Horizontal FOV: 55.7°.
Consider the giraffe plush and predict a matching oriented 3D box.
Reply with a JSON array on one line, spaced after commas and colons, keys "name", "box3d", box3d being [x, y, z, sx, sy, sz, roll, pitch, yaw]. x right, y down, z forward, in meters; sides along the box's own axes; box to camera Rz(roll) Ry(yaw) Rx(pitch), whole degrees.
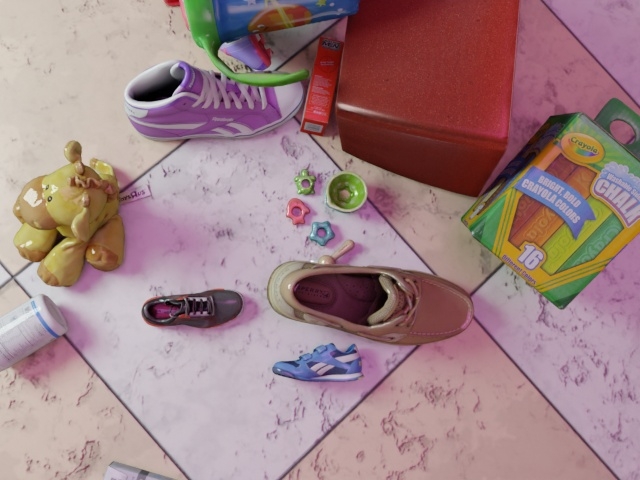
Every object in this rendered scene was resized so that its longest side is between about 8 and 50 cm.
[{"name": "giraffe plush", "box3d": [-0.351, -0.044, 0.863, 0.210, 0.170, 0.181, -38, 88, -11]}]

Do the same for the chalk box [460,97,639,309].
[{"name": "chalk box", "box3d": [0.378, -0.075, 0.910, 0.180, 0.179, 0.289, 39, 103, 0]}]

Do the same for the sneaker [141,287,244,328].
[{"name": "sneaker", "box3d": [-0.193, 0.106, 0.914, 0.158, 0.065, 0.061, -8, 83, -8]}]

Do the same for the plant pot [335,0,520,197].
[{"name": "plant pot", "box3d": [0.153, -0.236, 0.929, 0.236, 0.267, 0.267, 7, 80, 7]}]

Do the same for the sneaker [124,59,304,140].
[{"name": "sneaker", "box3d": [-0.154, -0.220, 0.922, 0.282, 0.161, 0.102, -15, 82, -11]}]

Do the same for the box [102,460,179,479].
[{"name": "box", "box3d": [-0.239, 0.419, 0.875, 0.186, 0.038, 0.145, 18, 80, -4]}]

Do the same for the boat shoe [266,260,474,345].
[{"name": "boat shoe", "box3d": [0.095, 0.099, 0.909, 0.341, 0.110, 0.121, 7, 86, -19]}]

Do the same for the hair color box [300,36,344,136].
[{"name": "hair color box", "box3d": [0.002, -0.250, 0.991, 0.043, 0.072, 0.141, 11, 81, -5]}]

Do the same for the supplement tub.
[{"name": "supplement tub", "box3d": [-0.432, 0.132, 0.876, 0.107, 0.071, 0.071, -32, 87, -10]}]

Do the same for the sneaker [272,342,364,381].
[{"name": "sneaker", "box3d": [-0.004, 0.188, 0.935, 0.144, 0.053, 0.059, 2, 82, -16]}]

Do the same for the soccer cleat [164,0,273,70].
[{"name": "soccer cleat", "box3d": [-0.162, -0.340, 0.958, 0.095, 0.083, 0.248, -38, 67, 6]}]

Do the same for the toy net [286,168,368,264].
[{"name": "toy net", "box3d": [0.000, 0.000, 0.966, 0.122, 0.045, 0.232, 10, 81, -7]}]

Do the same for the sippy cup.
[{"name": "sippy cup", "box3d": [-0.061, -0.378, 0.793, 0.224, 0.305, 0.240, -4, 43, -3]}]
